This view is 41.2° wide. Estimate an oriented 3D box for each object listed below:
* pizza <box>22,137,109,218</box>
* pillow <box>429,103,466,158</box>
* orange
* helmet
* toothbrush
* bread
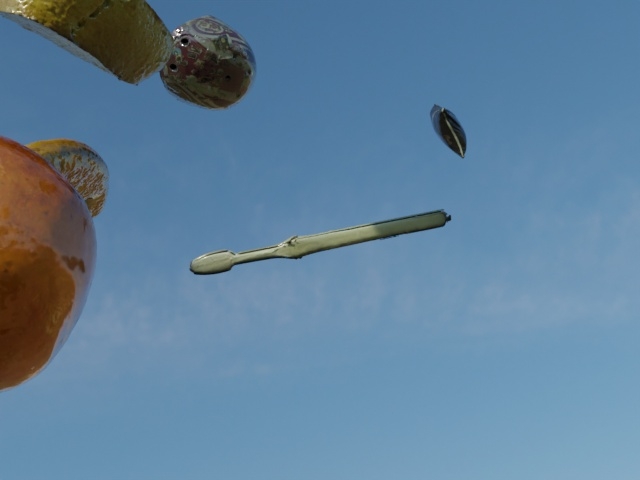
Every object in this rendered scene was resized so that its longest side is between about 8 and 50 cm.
[{"bbox_3d":[-0.342,-0.071,1.113,0.134,0.056,0.271,-42,-8,6],"label":"pizza"},{"bbox_3d":[0.231,-0.200,1.530,0.048,0.150,0.090,-41,-82,10],"label":"pillow"},{"bbox_3d":[-0.359,0.021,0.808,0.284,0.283,0.226,-8,-40,-12],"label":"orange"},{"bbox_3d":[-0.173,-0.284,1.427,0.177,0.107,0.153,3,-62,-60],"label":"helmet"},{"bbox_3d":[0.001,0.001,0.939,0.294,0.028,0.026,-10,-75,-1],"label":"toothbrush"},{"bbox_3d":[-0.326,-0.316,1.184,0.257,0.186,0.124,27,-87,-50],"label":"bread"}]
